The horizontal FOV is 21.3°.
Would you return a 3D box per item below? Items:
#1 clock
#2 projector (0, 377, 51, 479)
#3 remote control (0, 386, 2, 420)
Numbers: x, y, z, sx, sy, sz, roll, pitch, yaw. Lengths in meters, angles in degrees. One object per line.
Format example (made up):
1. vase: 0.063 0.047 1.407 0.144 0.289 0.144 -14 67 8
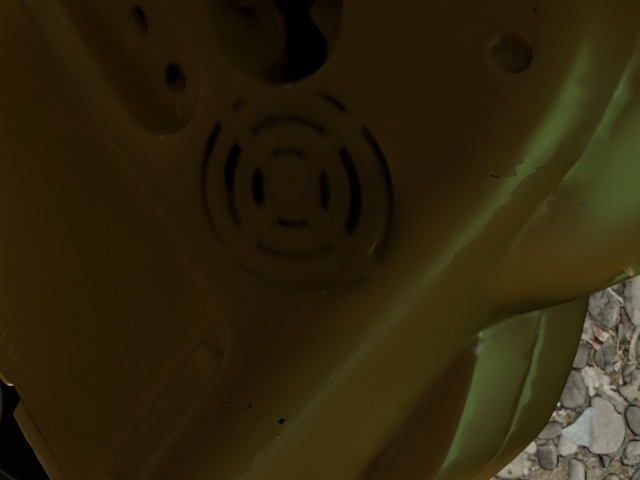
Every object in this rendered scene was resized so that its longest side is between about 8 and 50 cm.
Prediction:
1. clock: 0.008 -0.057 0.539 0.200 0.244 0.317 -17 154 -47
2. projector: -0.260 0.193 1.539 0.108 0.108 0.337 -42 177 -20
3. remote control: -0.294 0.171 0.877 0.332 0.103 0.221 -40 173 -34
